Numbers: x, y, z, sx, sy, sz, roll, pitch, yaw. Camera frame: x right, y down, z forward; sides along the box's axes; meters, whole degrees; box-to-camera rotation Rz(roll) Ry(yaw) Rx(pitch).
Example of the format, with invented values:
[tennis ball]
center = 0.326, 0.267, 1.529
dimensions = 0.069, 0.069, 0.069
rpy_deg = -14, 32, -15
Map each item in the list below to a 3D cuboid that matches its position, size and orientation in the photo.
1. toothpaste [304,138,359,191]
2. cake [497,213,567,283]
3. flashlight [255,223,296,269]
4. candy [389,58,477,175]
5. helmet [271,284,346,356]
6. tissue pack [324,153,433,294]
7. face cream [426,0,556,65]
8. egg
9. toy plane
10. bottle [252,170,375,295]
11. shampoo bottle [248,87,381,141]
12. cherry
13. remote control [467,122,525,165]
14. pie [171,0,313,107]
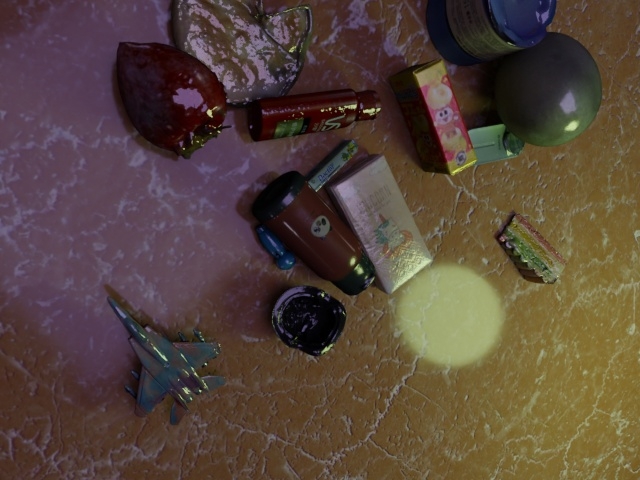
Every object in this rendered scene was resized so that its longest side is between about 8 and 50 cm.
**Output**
[toothpaste]
center = 0.023, -0.185, 1.246
dimensions = 0.164, 0.046, 0.034
rpy_deg = -45, 116, -14
[cake]
center = 0.633, 0.033, 1.565
dimensions = 0.225, 0.090, 0.109
rpy_deg = 45, 79, -4
[flashlight]
center = -0.106, 0.014, 1.208
dimensions = 0.051, 0.051, 0.129
rpy_deg = -38, 107, -16
[candy]
center = 0.285, -0.308, 1.296
dimensions = 0.088, 0.146, 0.276
rpy_deg = -28, 109, -9
[helmet]
center = -0.032, 0.186, 1.235
dimensions = 0.177, 0.107, 0.153
rpy_deg = 31, 86, -6
[tissue pack]
center = 0.155, -0.041, 1.311
dimensions = 0.170, 0.071, 0.325
rpy_deg = -34, 109, -16
[face cream]
center = 0.434, -0.588, 1.293
dimensions = 0.249, 0.225, 0.249
rpy_deg = -4, 99, -26
[egg]
center = 0.596, -0.400, 1.351
dimensions = 0.258, 0.258, 0.352
rpy_deg = 32, 51, -25
[toy plane]
center = -0.349, 0.241, 1.092
dimensions = 0.223, 0.104, 0.326
rpy_deg = -39, 107, -17
[bottle]
center = 0.000, 0.000, 1.204
dimensions = 0.144, 0.144, 0.336
rpy_deg = -49, 114, -12
[shampoo bottle]
center = -0.010, -0.295, 1.180
dimensions = 0.314, 0.118, 0.076
rpy_deg = -14, 69, -24
[cherry]
center = -0.297, -0.289, 1.005
dimensions = 0.250, 0.192, 0.175
rpy_deg = 44, 49, -21
[remote control]
center = 0.481, -0.275, 1.447
dimensions = 0.247, 0.052, 0.104
rpy_deg = -13, 103, -24
[pie]
center = -0.172, -0.452, 1.108
dimensions = 0.337, 0.075, 0.337
rpy_deg = -5, 103, -22
